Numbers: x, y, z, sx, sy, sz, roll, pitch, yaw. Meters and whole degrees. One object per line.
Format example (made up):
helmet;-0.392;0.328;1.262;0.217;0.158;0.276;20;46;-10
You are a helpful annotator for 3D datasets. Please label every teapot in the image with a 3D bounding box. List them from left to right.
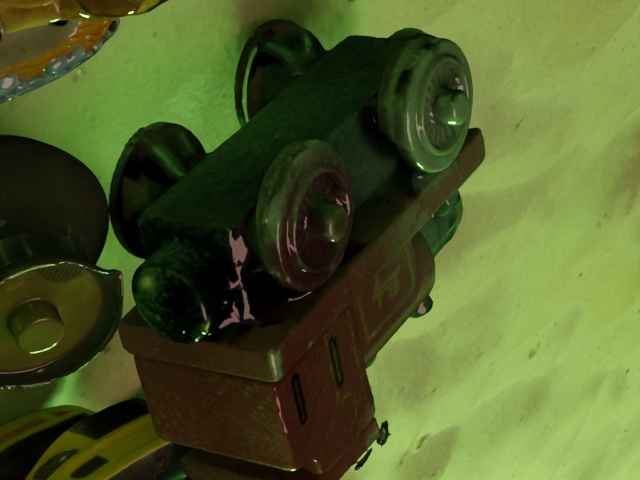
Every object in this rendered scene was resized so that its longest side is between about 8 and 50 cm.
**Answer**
teapot;-0.187;0.020;0.924;0.166;0.119;0.130;-28;141;-6

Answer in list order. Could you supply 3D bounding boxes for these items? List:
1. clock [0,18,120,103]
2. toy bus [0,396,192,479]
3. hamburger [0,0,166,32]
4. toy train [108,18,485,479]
clock;-0.169;-0.139;0.802;0.231;0.103;0.144;-29;142;-35
toy bus;-0.175;0.227;1.138;0.144;0.152;0.330;-23;142;-47
hamburger;-0.139;-0.204;0.674;0.144;0.157;0.283;40;47;-62
toy train;0.000;0.000;1.046;0.304;0.150;0.221;-45;132;-42
